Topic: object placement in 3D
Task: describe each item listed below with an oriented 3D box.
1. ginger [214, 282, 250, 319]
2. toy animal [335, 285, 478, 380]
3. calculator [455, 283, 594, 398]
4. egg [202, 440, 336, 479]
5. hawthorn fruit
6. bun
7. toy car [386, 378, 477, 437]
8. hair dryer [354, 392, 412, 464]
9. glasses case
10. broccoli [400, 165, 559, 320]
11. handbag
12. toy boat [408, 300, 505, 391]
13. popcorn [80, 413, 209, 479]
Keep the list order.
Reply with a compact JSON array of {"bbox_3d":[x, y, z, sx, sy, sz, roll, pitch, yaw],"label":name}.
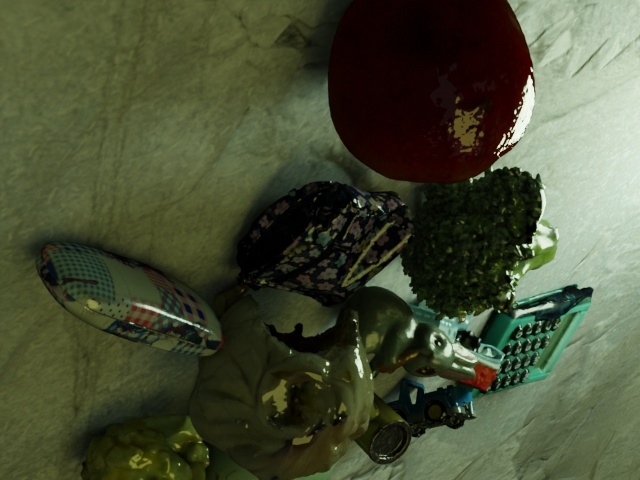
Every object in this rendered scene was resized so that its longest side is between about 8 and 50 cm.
[{"bbox_3d":[-0.136,0.086,1.872,0.097,0.030,0.048,-48,175,13],"label":"ginger"},{"bbox_3d":[0.150,0.167,2.084,0.251,0.125,0.127,19,120,-6],"label":"toy animal"},{"bbox_3d":[0.415,0.206,2.585,0.274,0.058,0.248,-9,134,-40],"label":"calculator"},{"bbox_3d":[-0.077,0.327,2.048,0.283,0.203,0.203,-24,147,-52],"label":"egg"},{"bbox_3d":[0.141,-0.227,1.611,0.265,0.265,0.307,-17,118,-34],"label":"hawthorn fruit"},{"bbox_3d":[-0.050,0.224,1.821,0.282,0.205,0.281,-2,103,-7],"label":"bun"},{"bbox_3d":[0.198,0.311,2.424,0.191,0.100,0.097,-18,157,26],"label":"toy car"},{"bbox_3d":[0.057,0.261,2.228,0.090,0.135,0.278,-36,130,-10],"label":"hair dryer"},{"bbox_3d":[-0.238,0.079,1.661,0.076,0.125,0.327,-50,148,10],"label":"glasses case"},{"bbox_3d":[0.267,-0.006,2.026,0.288,0.247,0.246,-10,-178,42],"label":"broccoli"},{"bbox_3d":[0.000,0.000,1.823,0.208,0.126,0.229,19,130,-43],"label":"handbag"},{"bbox_3d":[0.239,0.183,2.305,0.332,0.145,0.133,28,80,-57],"label":"toy boat"},{"bbox_3d":[-0.255,0.352,1.907,0.167,0.185,0.187,-26,167,26],"label":"popcorn"}]
